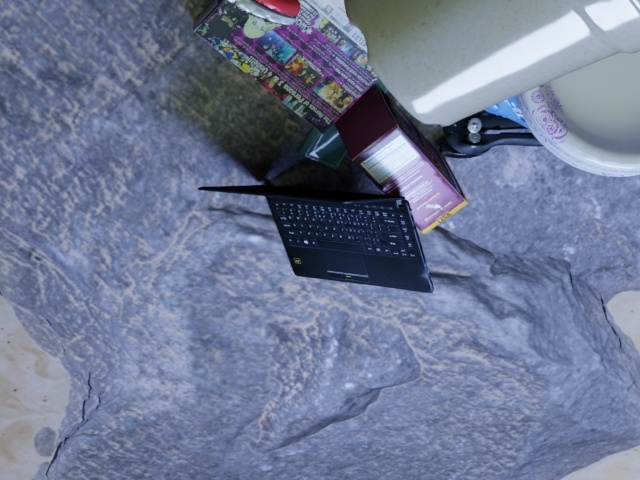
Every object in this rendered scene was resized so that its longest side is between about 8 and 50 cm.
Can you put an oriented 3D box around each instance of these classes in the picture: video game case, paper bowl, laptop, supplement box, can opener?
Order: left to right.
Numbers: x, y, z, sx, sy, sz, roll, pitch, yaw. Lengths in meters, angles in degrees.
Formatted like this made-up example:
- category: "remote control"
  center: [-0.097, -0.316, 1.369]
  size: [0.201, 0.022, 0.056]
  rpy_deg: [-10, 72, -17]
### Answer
- category: "video game case"
  center: [-0.011, -0.281, 1.637]
  size: [0.232, 0.042, 0.210]
  rpy_deg: [36, 111, -24]
- category: "laptop"
  center: [0.000, 0.000, 1.724]
  size: [0.234, 0.136, 0.264]
  rpy_deg: [7, 133, 31]
- category: "supplement box"
  center: [0.111, -0.109, 1.738]
  size: [0.081, 0.104, 0.188]
  rpy_deg: [-36, 130, 13]
- category: "can opener"
  center: [0.260, -0.155, 1.786]
  size: [0.186, 0.073, 0.059]
  rpy_deg: [-8, 87, -9]
- category: "paper bowl"
  center: [0.394, -0.225, 1.650]
  size: [0.284, 0.148, 0.284]
  rpy_deg: [0, 86, 4]

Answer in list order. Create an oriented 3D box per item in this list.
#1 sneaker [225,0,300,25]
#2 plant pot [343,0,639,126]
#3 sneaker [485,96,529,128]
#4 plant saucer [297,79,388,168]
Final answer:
- category: "sneaker"
  center: [-0.119, -0.369, 1.507]
  size: [0.279, 0.107, 0.118]
  rpy_deg: [41, 99, -16]
- category: "plant pot"
  center: [0.208, -0.295, 1.464]
  size: [0.305, 0.333, 0.334]
  rpy_deg: [-31, 125, 26]
- category: "sneaker"
  center: [0.270, -0.197, 1.745]
  size: [0.209, 0.069, 0.082]
  rpy_deg: [36, 136, -25]
- category: "plant saucer"
  center: [0.043, -0.180, 1.743]
  size: [0.067, 0.018, 0.192]
  rpy_deg: [22, 119, -23]
